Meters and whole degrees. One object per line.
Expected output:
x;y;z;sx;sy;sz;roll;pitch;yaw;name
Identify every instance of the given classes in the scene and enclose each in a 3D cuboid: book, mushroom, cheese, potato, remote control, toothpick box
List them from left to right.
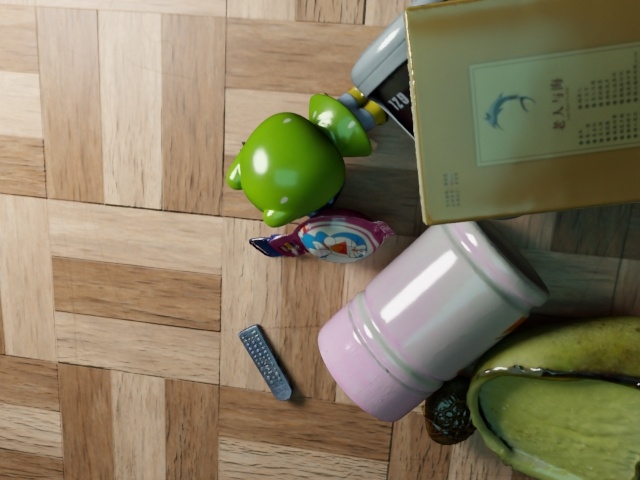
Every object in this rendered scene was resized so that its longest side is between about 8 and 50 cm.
-0.097;0.226;1.184;0.043;0.027;0.152;-26;99;22;remote control
0.000;0.000;1.058;0.244;0.155;0.062;-8;62;24;cheese
0.228;0.295;1.116;0.109;0.085;0.126;-11;109;12;mushroom
0.248;-0.193;0.903;0.263;0.263;0.354;-42;96;18;toothpick box
0.387;0.218;1.022;0.280;0.212;0.330;12;132;17;potato
0.303;-0.165;0.761;0.389;0.032;0.268;-5;104;7;book

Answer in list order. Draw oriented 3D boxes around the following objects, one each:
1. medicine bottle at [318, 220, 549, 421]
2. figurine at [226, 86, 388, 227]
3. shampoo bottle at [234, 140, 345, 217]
0.171;0.113;1.012;0.202;0.202;0.316;45;108;-5;medicine bottle
-0.014;-0.137;0.978;0.263;0.143;0.162;-42;87;-15;figurine
-0.057;-0.105;1.068;0.183;0.050;0.087;27;111;1;shampoo bottle
